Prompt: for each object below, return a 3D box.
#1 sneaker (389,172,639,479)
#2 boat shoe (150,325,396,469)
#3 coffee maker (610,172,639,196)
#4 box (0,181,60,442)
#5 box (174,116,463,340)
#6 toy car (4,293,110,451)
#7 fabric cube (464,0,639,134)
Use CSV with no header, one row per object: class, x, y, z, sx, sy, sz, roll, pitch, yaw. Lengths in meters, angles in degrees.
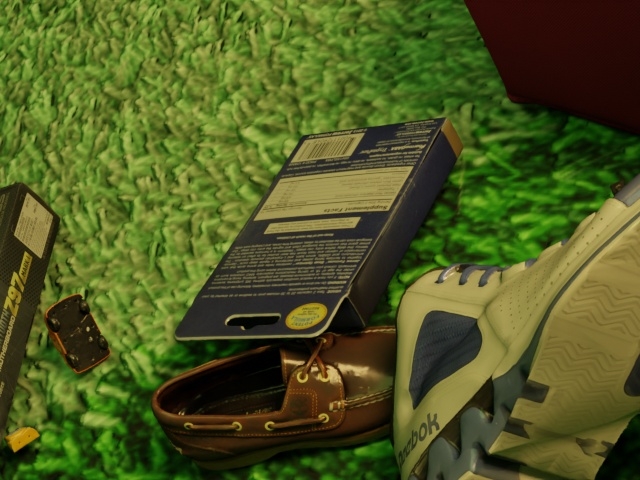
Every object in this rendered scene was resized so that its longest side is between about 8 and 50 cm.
sneaker,0.125,0.049,0.866,0.315,0.127,0.182,-55,29,23
boat shoe,-0.013,0.100,0.990,0.207,0.073,0.073,-20,44,12
coffee maker,0.287,0.009,0.878,0.171,0.120,0.178,-36,39,28
box,-0.317,0.076,1.182,0.183,0.059,0.232,-16,46,28
box,0.000,0.000,1.053,0.136,0.036,0.225,-4,39,37
toy car,-0.214,0.098,1.120,0.122,0.060,0.040,-50,19,-23
fabric cube,0.246,-0.237,0.993,0.254,0.258,0.259,23,67,40
